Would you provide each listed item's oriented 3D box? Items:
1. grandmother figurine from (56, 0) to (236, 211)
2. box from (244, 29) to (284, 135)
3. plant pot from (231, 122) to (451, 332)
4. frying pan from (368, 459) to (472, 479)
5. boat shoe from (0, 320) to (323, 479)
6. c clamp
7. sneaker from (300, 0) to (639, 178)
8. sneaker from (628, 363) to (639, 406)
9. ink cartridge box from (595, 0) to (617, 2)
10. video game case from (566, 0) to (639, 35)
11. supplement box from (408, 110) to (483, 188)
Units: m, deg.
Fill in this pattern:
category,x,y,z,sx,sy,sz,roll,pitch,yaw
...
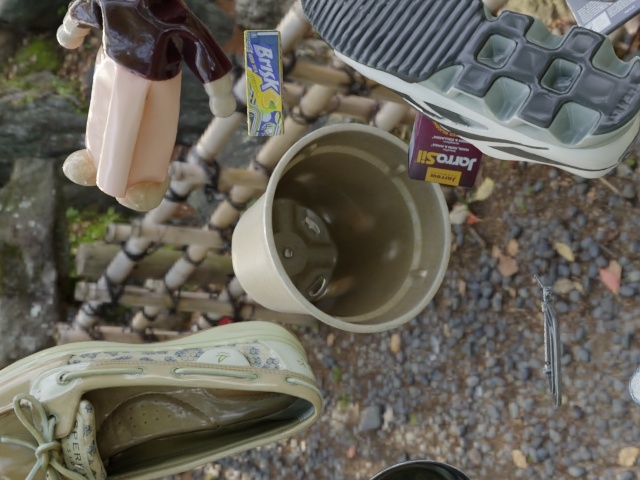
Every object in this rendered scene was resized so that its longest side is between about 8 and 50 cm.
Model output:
category,x,y,z,sx,sy,sz,roll,pitch,yaw
grandmother figurine,-0.179,-0.183,0.840,0.104,0.208,0.342,-72,1,-47
box,-0.091,-0.256,1.352,0.054,0.059,0.168,-94,3,-78
plant pot,0.000,0.000,1.426,0.305,0.334,0.333,-19,69,62
frying pan,0.067,0.397,1.168,0.053,0.326,0.197,-110,14,-69
boat shoe,-0.141,0.129,0.612,0.089,0.285,0.104,-127,24,-67
c clamp,0.318,0.141,1.140,0.137,0.022,0.160,-75,-21,-75
sneaker,0.121,-0.146,0.735,0.330,0.146,0.122,36,82,25
sneaker,0.472,0.115,0.991,0.283,0.122,0.110,-45,44,35
ink cartridge box,0.190,-0.334,0.861,0.045,0.223,0.224,98,177,-46
video game case,0.443,-0.480,1.323,0.196,0.026,0.274,-35,77,57
supplement box,0.194,-0.179,1.217,0.080,0.104,0.188,-81,-2,-49
